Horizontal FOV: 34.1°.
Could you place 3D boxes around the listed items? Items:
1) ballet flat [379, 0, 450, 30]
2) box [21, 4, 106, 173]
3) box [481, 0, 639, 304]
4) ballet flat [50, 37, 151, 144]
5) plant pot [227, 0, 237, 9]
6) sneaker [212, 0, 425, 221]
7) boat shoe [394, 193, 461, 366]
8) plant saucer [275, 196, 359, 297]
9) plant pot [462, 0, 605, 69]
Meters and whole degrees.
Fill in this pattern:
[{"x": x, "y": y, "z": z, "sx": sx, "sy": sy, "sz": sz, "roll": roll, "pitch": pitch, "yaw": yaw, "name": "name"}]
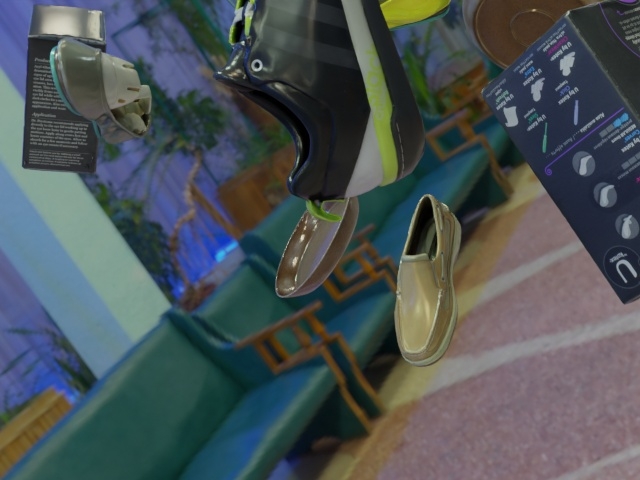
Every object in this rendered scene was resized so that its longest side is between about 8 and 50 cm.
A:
[{"x": 0.019, "y": -0.233, "z": 1.054, "sx": 0.231, "sy": 0.077, "sz": 0.077, "roll": -20, "pitch": 44, "yaw": 7, "name": "ballet flat"}, {"x": -0.375, "y": -0.223, "z": 1.526, "sx": 0.108, "sy": 0.207, "sz": 0.153, "roll": 3, "pitch": 27, "yaw": -14, "name": "box"}, {"x": 0.322, "y": -0.099, "z": 1.069, "sx": 0.165, "sy": 0.270, "sz": 0.143, "roll": -23, "pitch": -13, "yaw": -41, "name": "box"}, {"x": -0.195, "y": -0.141, "z": 0.970, "sx": 0.068, "sy": 0.072, "sz": 0.213, "roll": -10, "pitch": -7, "yaw": -2, "name": "ballet flat"}, {"x": -0.038, "y": -0.390, "z": 1.358, "sx": 0.290, "sy": 0.290, "sz": 0.195, "roll": -28, "pitch": 9, "yaw": 33, "name": "plant pot"}, {"x": -0.020, "y": -0.124, "z": 0.591, "sx": 0.097, "sy": 0.235, "sz": 0.084, "roll": -24, "pitch": 5, "yaw": -9, "name": "sneaker"}, {"x": 0.106, "y": 0.038, "z": 1.108, "sx": 0.068, "sy": 0.072, "sz": 0.190, "roll": -8, "pitch": 55, "yaw": 23, "name": "boat shoe"}, {"x": 0.000, "y": 0.000, "z": 1.272, "sx": 0.168, "sy": 0.029, "sz": 0.168, "roll": -54, "pitch": 18, "yaw": 26, "name": "plant saucer"}, {"x": 0.324, "y": -0.324, "z": 1.566, "sx": 0.236, "sy": 0.236, "sz": 0.032, "roll": -23, "pitch": 34, "yaw": 48, "name": "plant pot"}]
